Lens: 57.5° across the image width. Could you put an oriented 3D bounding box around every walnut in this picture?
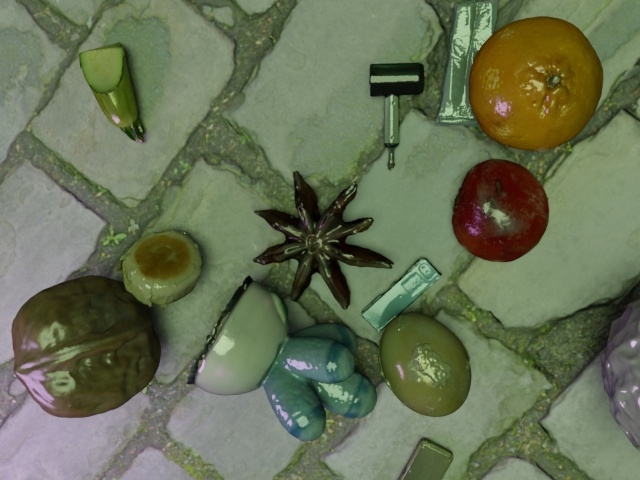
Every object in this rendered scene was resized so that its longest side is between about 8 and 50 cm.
[{"bbox_3d":[-0.445,0.198,1.107,0.227,0.273,0.273,19,103,42],"label":"walnut"}]

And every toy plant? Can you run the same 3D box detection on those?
[{"bbox_3d":[-0.048,0.237,1.086,0.332,0.247,0.247,27,101,0],"label":"toy plant"}]

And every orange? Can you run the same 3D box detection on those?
[{"bbox_3d":[0.357,-0.257,0.969,0.220,0.193,0.219,-8,116,-16],"label":"orange"}]

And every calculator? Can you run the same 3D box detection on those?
[{"bbox_3d":[0.157,0.105,1.139,0.057,0.018,0.172,45,101,1],"label":"calculator"}]

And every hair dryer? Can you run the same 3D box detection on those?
[{"bbox_3d":[0.139,-0.228,1.084,0.101,0.057,0.197,2,107,7],"label":"hair dryer"}]

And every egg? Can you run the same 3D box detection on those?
[{"bbox_3d":[0.194,0.228,1.084,0.164,0.164,0.201,-33,87,10],"label":"egg"}]

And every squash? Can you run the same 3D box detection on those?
[{"bbox_3d":[-0.394,-0.281,1.125,0.090,0.075,0.200,-22,97,-16],"label":"squash"}]

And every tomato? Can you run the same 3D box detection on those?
[{"bbox_3d":[0.331,-0.050,1.054,0.173,0.099,0.189,18,98,6],"label":"tomato"}]

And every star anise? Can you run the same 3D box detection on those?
[{"bbox_3d":[0.001,0.000,1.107,0.289,0.088,0.288,6,108,19],"label":"star anise"}]

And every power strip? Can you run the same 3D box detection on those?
[{"bbox_3d":[0.201,0.487,1.183,0.076,0.028,0.168,27,99,2],"label":"power strip"}]

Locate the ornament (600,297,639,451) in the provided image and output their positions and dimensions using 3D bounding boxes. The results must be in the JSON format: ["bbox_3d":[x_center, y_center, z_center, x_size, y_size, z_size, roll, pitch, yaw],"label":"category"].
[{"bbox_3d":[0.629,0.233,0.933,0.337,0.337,0.336,1,98,7],"label":"ornament"}]

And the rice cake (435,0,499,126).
[{"bbox_3d":[0.266,-0.321,1.053,0.085,0.040,0.226,8,99,7],"label":"rice cake"}]

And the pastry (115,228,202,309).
[{"bbox_3d":[-0.307,0.050,1.130,0.166,0.165,0.088,27,141,3],"label":"pastry"}]
